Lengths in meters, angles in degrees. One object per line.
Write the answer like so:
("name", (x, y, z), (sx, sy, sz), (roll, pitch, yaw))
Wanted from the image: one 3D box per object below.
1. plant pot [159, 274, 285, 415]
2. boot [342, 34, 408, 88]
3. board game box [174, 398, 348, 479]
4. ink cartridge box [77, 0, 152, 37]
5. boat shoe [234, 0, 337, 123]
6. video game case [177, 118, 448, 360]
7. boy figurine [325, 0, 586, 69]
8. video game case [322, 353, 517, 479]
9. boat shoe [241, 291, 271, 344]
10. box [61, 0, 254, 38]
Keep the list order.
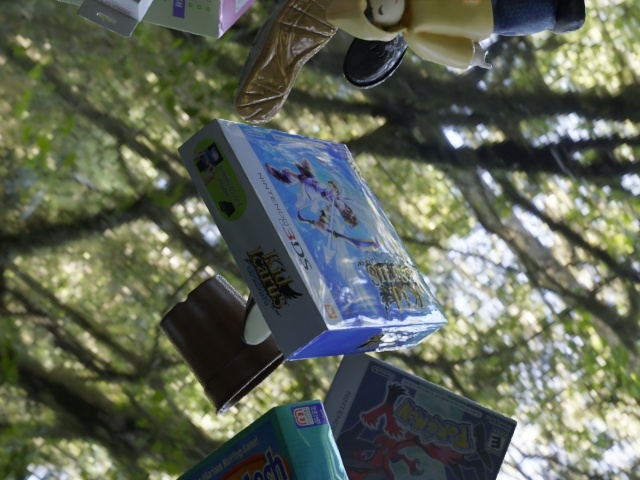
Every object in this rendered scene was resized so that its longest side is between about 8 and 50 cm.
("plant pot", (-0.148, 0.153, 1.941), (0.167, 0.167, 0.165), (-42, -98, 0))
("boot", (0.117, -0.372, 2.038), (0.091, 0.229, 0.263), (40, -87, 9))
("board game box", (-0.024, 0.241, 0.907), (0.160, 0.047, 0.210), (-42, -120, 45))
("ink cartridge box", (-0.151, -0.205, 0.988), (0.048, 0.028, 0.083), (25, -113, 2))
("boat shoe", (-0.057, -0.319, 1.992), (0.277, 0.098, 0.096), (-54, -150, 16))
("video game case", (0.000, 0.000, 1.319), (0.061, 0.269, 0.244), (-36, -108, 25))
("boy figurine", (0.145, -0.276, 1.391), (0.285, 0.177, 0.092), (-6, -171, -19))
("video game case", (0.085, 0.235, 1.341), (0.201, 0.023, 0.183), (24, -104, -1))
("boat shoe", (-0.086, 0.091, 1.826), (0.043, 0.049, 0.137), (-10, -131, 44))
("box", (-0.185, -0.345, 1.272), (0.243, 0.213, 0.117), (15, -145, 11))
